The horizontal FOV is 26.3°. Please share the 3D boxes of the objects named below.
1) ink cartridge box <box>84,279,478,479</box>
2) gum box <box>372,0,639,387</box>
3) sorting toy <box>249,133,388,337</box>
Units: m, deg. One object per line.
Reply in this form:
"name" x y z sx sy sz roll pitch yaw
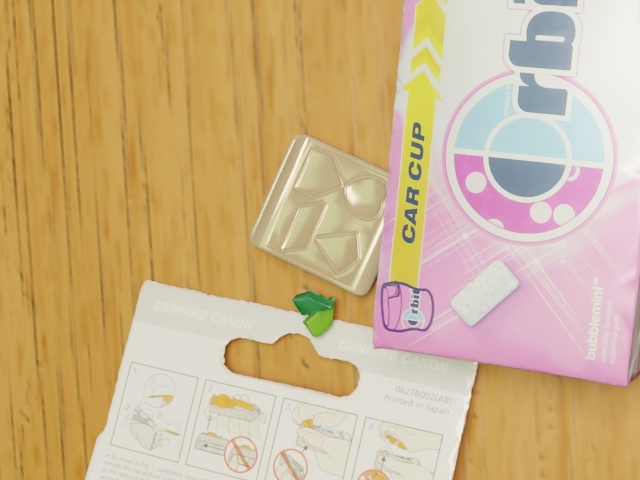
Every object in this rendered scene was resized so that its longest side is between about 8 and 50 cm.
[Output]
"ink cartridge box" -0.028 0.146 0.644 0.181 0.056 0.225 11 79 21
"gum box" 0.089 -0.043 0.565 0.107 0.062 0.188 8 97 21
"sorting toy" 0.000 0.000 0.628 0.062 0.012 0.083 25 94 14
